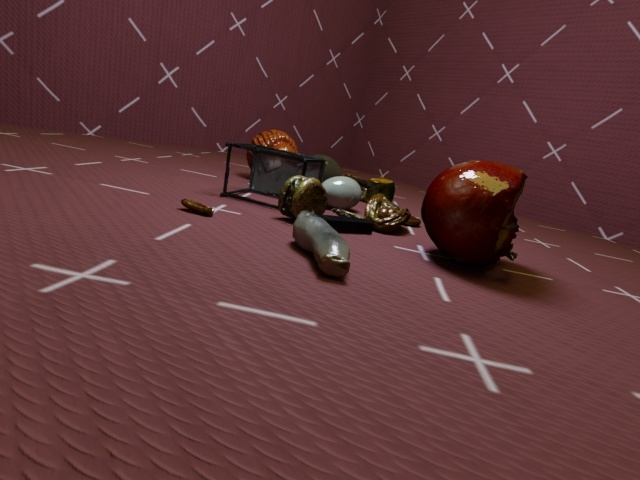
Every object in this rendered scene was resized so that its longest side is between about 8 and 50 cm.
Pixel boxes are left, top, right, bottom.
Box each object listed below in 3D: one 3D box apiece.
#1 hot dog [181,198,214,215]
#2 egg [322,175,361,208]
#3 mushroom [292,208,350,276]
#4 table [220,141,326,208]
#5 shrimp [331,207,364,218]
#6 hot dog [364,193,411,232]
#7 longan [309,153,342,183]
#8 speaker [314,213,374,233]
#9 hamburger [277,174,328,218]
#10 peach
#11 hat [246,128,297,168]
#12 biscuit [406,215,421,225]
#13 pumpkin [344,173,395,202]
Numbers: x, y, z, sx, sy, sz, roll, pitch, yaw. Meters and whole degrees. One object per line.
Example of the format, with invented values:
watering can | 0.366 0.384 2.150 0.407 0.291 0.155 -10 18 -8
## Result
hot dog | -0.394 -0.104 1.321 0.122 0.036 0.049 21 6 17
egg | 0.087 -0.214 1.850 0.209 0.151 0.151 0 18 -32
mushroom | 0.002 0.001 1.100 0.110 0.097 0.351 5 19 -21
table | -0.188 -0.262 1.695 0.336 0.222 0.272 14 15 14
shrimp | 0.126 -0.083 1.618 0.179 0.034 0.124 20 17 -2
hot dog | 0.269 -0.112 1.647 0.175 0.114 0.259 32 18 10
longan | 0.001 -0.343 2.183 0.246 0.215 0.246 47 -5 5
speaker | 0.079 -0.058 1.468 0.218 0.044 0.082 2 17 -32
hamburger | -0.060 -0.147 1.463 0.114 0.177 0.185 28 -19 38
peach | 0.490 -0.092 1.332 0.310 0.334 0.406 11 18 26
hat | -0.225 -0.428 2.166 0.286 0.284 0.400 4 20 -26
biscuit | 0.341 -0.110 1.868 0.237 0.039 0.180 22 16 35
pumpkin | 0.272 -0.285 2.276 0.281 0.139 0.190 21 21 23
